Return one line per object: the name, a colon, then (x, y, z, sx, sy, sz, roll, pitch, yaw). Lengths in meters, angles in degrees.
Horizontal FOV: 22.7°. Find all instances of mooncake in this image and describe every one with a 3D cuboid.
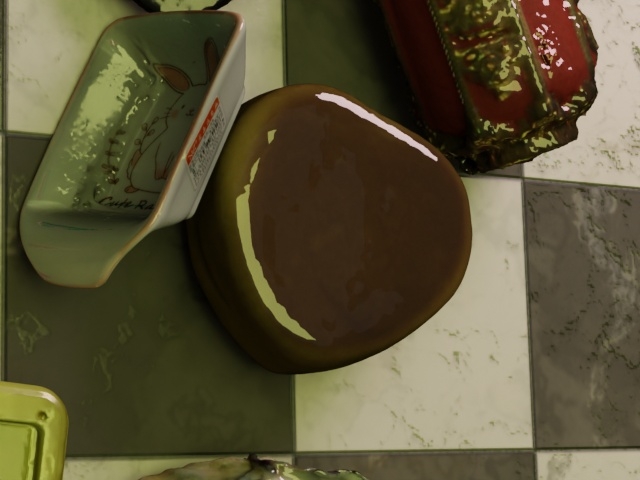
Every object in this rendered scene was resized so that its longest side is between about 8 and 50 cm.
mooncake: (0.000, 0.000, 1.295, 0.234, 0.117, 0.235, 4, 81, -28)

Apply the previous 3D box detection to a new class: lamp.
lamp: (0.139, -0.198, 1.381, 0.177, 0.177, 0.274, -18, 91, -31)

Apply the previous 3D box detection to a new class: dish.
dish: (-0.137, -0.063, 1.222, 0.064, 0.154, 0.234, 43, 62, -43)

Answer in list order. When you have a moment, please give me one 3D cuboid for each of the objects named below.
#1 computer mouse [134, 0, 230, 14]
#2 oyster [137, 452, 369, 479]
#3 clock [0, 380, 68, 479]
computer mouse: (-0.071, -0.298, 1.326, 0.295, 0.087, 0.168, -38, 95, -15)
oyster: (-0.014, 0.304, 1.247, 0.351, 0.115, 0.238, 45, 71, -11)
clock: (-0.261, 0.198, 1.123, 0.143, 0.096, 0.202, 11, 77, -31)
